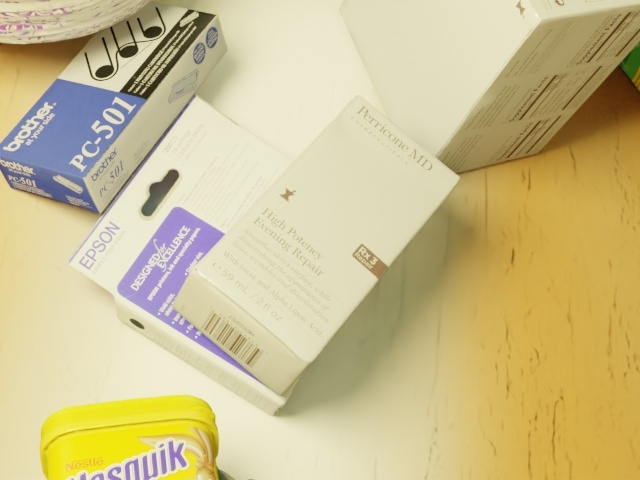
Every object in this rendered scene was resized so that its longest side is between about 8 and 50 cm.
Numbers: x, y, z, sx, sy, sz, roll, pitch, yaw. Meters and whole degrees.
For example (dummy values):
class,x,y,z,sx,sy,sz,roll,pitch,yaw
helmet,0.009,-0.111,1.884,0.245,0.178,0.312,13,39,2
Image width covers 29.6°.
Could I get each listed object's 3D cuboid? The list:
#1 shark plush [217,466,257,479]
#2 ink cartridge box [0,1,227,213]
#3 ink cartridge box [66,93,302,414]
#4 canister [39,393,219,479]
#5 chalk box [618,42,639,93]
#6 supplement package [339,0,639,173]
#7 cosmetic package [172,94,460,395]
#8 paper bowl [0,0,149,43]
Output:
class,x,y,z,sx,sy,sz,roll,pitch,yaw
shark plush,-0.095,0.191,0.897,0.161,0.073,0.067,40,42,10
ink cartridge box,-0.173,-0.119,1.022,0.097,0.046,0.207,15,55,25
ink cartridge box,-0.074,0.008,1.015,0.208,0.045,0.206,34,58,-3
canister,-0.123,0.195,0.820,0.126,0.073,0.170,-5,45,-10
chalk box,0.357,-0.252,1.186,0.289,0.179,0.180,17,47,-63
supplement package,0.152,-0.212,1.078,0.145,0.262,0.204,-14,70,-25
cosmetic package,0.000,0.000,0.972,0.117,0.085,0.231,39,58,1
paper bowl,-0.253,-0.283,1.027,0.284,0.148,0.284,4,59,-6
